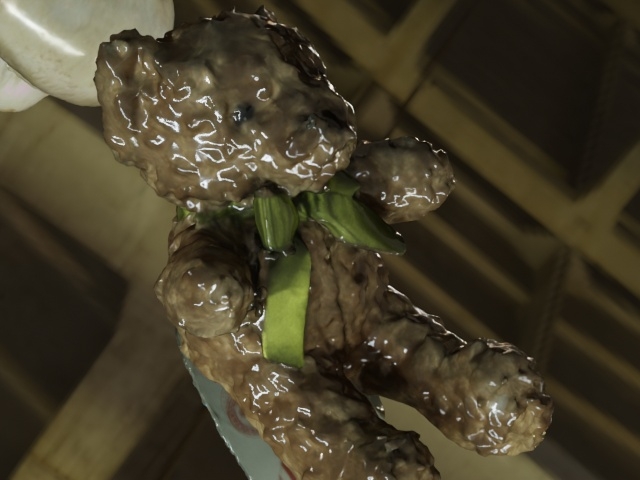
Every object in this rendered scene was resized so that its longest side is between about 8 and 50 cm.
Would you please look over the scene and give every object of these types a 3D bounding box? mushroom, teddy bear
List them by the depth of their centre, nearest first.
[{"bbox_3d":[0.007,0.004,0.991,0.296,0.223,0.246,36,-133,29],"label":"teddy bear"},{"bbox_3d":[-0.270,-0.227,1.595,0.254,0.234,0.260,51,-159,10],"label":"mushroom"}]

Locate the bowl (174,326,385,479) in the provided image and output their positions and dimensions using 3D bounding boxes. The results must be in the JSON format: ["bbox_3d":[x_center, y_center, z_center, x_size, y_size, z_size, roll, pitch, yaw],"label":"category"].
[{"bbox_3d":[-0.024,0.196,2.005,0.337,0.157,0.337,56,-175,-8],"label":"bowl"}]

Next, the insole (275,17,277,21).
[{"bbox_3d":[-0.076,-0.163,1.704,0.002,0.153,0.053,19,-155,-17],"label":"insole"}]
